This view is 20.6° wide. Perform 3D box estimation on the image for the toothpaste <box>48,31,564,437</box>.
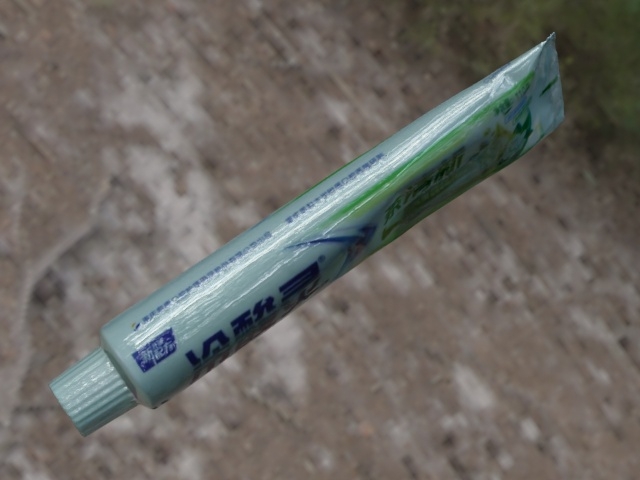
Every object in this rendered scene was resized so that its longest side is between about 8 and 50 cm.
[{"bbox_3d":[0.000,0.000,0.860,0.048,0.297,0.075,51,-10,33],"label":"toothpaste"}]
